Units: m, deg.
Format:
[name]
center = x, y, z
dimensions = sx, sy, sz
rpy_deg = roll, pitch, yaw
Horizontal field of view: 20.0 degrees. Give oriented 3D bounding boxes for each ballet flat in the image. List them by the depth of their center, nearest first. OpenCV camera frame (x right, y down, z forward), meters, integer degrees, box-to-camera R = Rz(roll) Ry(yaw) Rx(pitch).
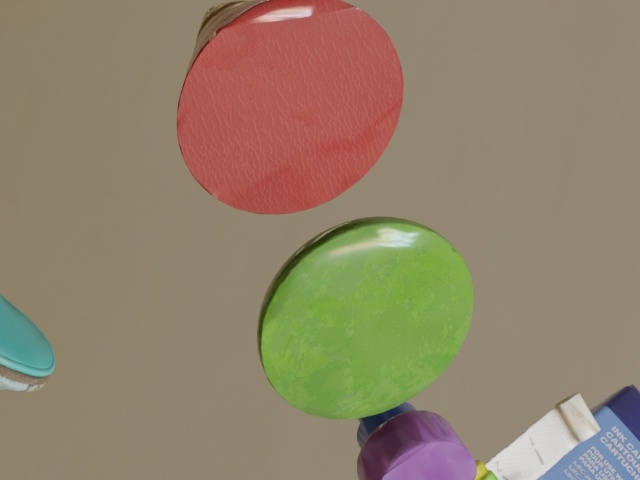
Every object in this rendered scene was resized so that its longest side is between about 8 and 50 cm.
[ballet flat]
center = -0.246, 0.039, 1.034
dimensions = 0.079, 0.221, 0.077
rpy_deg = -35, -130, 11

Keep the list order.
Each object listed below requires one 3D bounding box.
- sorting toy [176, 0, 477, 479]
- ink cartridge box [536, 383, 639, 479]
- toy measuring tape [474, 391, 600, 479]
[sorting toy]
center = 0.000, 0.000, 1.032
dimensions = 0.127, 0.365, 0.126
rpy_deg = -26, -144, -8
[ink cartridge box]
center = 0.243, 0.306, 1.549
dimensions = 0.270, 0.395, 0.151
rpy_deg = 52, -50, 8
[toy measuring tape]
center = 0.123, 0.182, 1.287
dimensions = 0.121, 0.330, 0.121
rpy_deg = 23, -53, 35
